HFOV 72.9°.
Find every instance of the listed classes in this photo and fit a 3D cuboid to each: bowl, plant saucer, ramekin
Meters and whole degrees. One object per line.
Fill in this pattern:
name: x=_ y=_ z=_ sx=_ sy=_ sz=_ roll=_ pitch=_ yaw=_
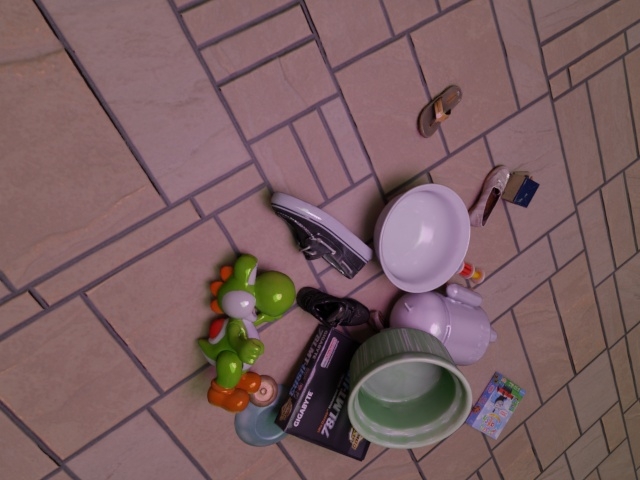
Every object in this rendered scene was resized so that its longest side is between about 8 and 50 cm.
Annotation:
bowl: x=0.258 y=-0.015 z=1.206 sx=0.298 sy=0.134 sz=0.297 roll=-5 pitch=104 yaw=-22
plant saucer: x=-0.154 y=0.407 z=1.169 sx=0.084 sy=0.015 sz=0.083 roll=4 pitch=76 yaw=-16
ramekin: x=0.215 y=0.371 z=1.112 sx=0.304 sy=0.148 sz=0.303 roll=-1 pitch=117 yaw=-1
plant saucer: x=-0.139 y=0.497 z=1.205 sx=0.195 sy=0.037 sz=0.194 roll=-6 pitch=105 yaw=-23

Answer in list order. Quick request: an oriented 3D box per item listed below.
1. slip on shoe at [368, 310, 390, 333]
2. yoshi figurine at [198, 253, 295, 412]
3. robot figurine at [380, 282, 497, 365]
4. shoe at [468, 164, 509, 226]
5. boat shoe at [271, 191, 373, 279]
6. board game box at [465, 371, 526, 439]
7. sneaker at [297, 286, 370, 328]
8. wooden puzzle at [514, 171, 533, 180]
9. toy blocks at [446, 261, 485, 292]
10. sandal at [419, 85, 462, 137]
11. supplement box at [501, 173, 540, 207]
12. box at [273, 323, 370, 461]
slip on shoe: x=0.179 y=0.260 z=1.290 sx=0.041 sy=0.051 sz=0.135 roll=-15 pitch=130 yaw=26
yoshi figurine: x=-0.157 y=0.218 z=1.057 sx=0.203 sy=0.204 sz=0.361 roll=3 pitch=99 yaw=-41
robot figurine: x=0.351 y=0.255 z=1.274 sx=0.354 sy=0.199 sz=0.299 roll=15 pitch=112 yaw=-26
shoe: x=0.530 y=-0.134 z=1.341 sx=0.077 sy=0.058 sz=0.219 roll=32 pitch=88 yaw=-27
boat shoe: x=0.000 y=0.000 z=1.100 sx=0.335 sy=0.121 sz=0.119 roll=33 pitch=83 yaw=-29
board game box: x=0.641 y=0.603 z=1.578 sx=0.160 sy=0.039 sz=0.211 roll=35 pitch=88 yaw=-27
sneaker: x=0.056 y=0.198 z=1.171 sx=0.228 sy=0.130 sz=0.087 roll=25 pitch=93 yaw=-29
wooden puzzle: x=0.654 y=-0.188 z=1.409 sx=0.117 sy=0.014 sz=0.078 roll=-12 pitch=107 yaw=-21
toy blocks: x=0.435 y=0.122 z=1.362 sx=0.148 sy=0.054 sz=0.123 roll=23 pitch=92 yaw=-27
sandal: x=0.340 y=-0.364 z=1.207 sx=0.180 sy=0.049 sz=0.072 roll=-47 pitch=116 yaw=-8
supplement box: x=0.618 y=-0.156 z=1.353 sx=0.056 sy=0.083 sz=0.083 roll=22 pitch=100 yaw=-20
box: x=0.059 y=0.428 z=1.217 sx=0.293 sy=0.073 sz=0.295 roll=36 pitch=72 yaw=-29
